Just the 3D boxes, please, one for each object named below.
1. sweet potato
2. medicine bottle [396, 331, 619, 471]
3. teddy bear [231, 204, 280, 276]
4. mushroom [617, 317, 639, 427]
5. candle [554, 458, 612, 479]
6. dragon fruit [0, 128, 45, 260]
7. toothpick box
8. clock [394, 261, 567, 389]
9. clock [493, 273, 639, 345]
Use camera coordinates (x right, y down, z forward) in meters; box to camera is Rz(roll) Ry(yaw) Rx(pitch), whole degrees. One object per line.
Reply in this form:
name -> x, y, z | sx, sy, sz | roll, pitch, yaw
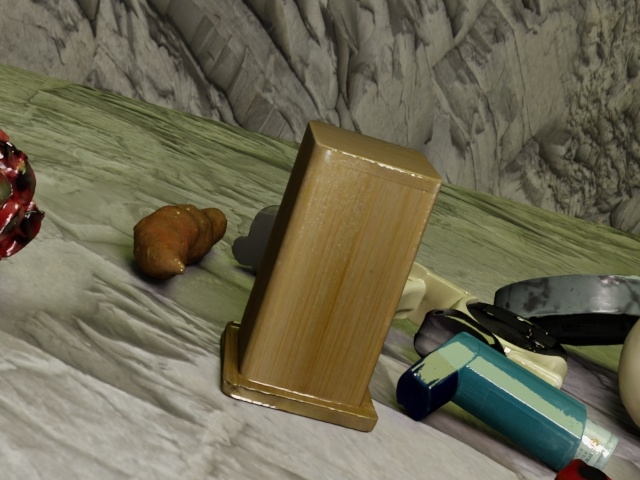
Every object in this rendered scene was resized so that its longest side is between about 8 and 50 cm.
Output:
sweet potato -> -0.215, -0.007, 1.516 | 0.106, 0.095, 0.354 | 15, 12, 2
medicine bottle -> 0.226, 0.206, 1.237 | 0.258, 0.079, 0.124 | 30, 47, 13
teddy bear -> 0.002, 0.007, 1.659 | 0.171, 0.144, 0.251 | 23, 23, 33
mushroom -> 0.600, 0.177, 1.370 | 0.353, 0.325, 0.353 | 40, -4, 4
candle -> 0.298, 0.302, 1.041 | 0.084, 0.059, 0.301 | 7, 11, 4
dragon fruit -> -0.447, -0.055, 1.191 | 0.234, 0.233, 0.293 | 13, 0, -24
toothpick box -> 0.013, 0.035, 1.198 | 0.187, 0.308, 0.190 | 16, 15, -9
clock -> 0.165, 0.120, 1.445 | 0.379, 0.120, 0.276 | 26, 19, 15
clock -> 0.433, 0.116, 1.628 | 0.325, 0.067, 0.325 | 2, -14, 0
